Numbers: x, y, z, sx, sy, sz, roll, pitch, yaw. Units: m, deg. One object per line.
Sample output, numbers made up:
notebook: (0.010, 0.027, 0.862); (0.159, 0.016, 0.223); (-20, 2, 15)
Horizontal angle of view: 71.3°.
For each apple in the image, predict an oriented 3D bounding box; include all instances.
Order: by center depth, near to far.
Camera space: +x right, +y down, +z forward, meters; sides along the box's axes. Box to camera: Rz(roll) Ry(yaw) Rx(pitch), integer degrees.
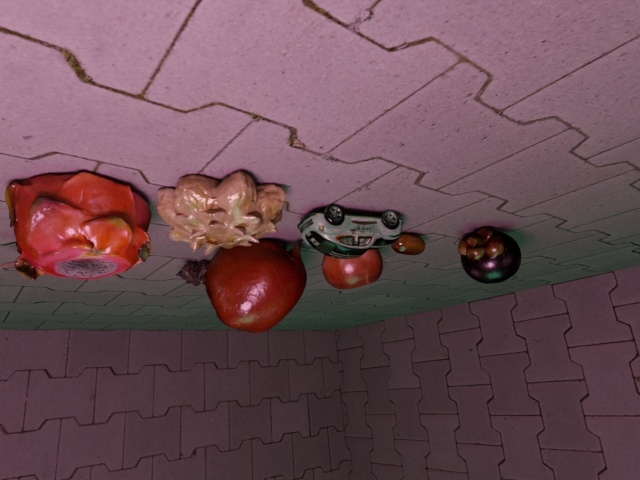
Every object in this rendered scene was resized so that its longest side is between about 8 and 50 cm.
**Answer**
apple: (0.102, 0.068, 1.429); (0.201, 0.162, 0.201); (-13, -178, 1)

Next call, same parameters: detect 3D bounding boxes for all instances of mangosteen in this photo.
mangosteen: (0.542, 0.039, 1.462); (0.194, 0.194, 0.230); (-21, 127, 40)

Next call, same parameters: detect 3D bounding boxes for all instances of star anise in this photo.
star anise: (-0.407, 0.119, 1.597); (0.197, 0.073, 0.212); (8, 162, -25)

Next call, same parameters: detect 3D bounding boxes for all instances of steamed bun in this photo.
steamed bun: (-0.216, -0.047, 1.025); (0.296, 0.137, 0.292); (10, 154, -34)

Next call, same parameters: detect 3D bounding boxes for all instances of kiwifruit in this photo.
kiwifruit: (0.285, 0.012, 1.447); (0.125, 0.075, 0.075); (10, 158, -28)

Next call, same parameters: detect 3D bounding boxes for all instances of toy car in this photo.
toy car: (0.091, -0.013, 1.231); (0.306, 0.125, 0.136); (5, 159, -26)

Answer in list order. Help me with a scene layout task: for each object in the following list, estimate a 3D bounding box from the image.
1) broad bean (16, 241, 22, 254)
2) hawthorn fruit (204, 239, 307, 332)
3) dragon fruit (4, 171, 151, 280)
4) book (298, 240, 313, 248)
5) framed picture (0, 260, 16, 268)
broad bean: (-0.662, -0.004, 1.119); (0.165, 0.084, 0.114); (-5, -179, -21)
hawthorn fruit: (-0.197, 0.141, 1.379); (0.312, 0.295, 0.295); (-5, 163, 11)
dragon fruit: (-0.507, -0.011, 0.962); (0.291, 0.189, 0.290); (-4, 163, -1)
book: (0.000, 0.000, 1.421); (0.103, 0.017, 0.135); (5, 160, -36)
framed picture: (-0.714, 0.053, 1.273); (0.209, 0.019, 0.281); (-8, 179, 8)
